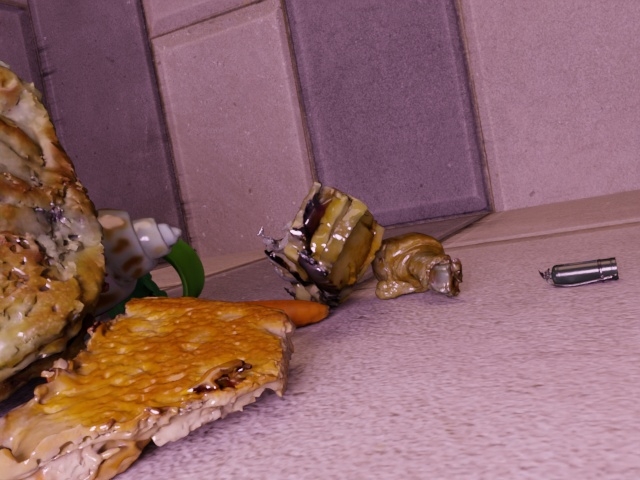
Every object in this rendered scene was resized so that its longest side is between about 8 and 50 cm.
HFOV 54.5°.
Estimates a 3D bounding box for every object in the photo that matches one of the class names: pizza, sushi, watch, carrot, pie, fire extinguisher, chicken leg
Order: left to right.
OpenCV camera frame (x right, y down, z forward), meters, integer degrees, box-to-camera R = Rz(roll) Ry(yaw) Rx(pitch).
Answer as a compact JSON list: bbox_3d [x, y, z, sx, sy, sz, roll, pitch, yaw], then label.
[{"bbox_3d":[-0.389,-0.037,0.526,0.395,0.418,0.180,-19,-20,-40],"label":"pie"},{"bbox_3d":[-0.281,0.054,1.006,0.152,0.165,0.131,-29,7,24],"label":"watch"},{"bbox_3d":[-0.117,0.104,0.453,0.189,0.071,0.297,2,8,7],"label":"pizza"},{"bbox_3d":[-0.121,0.098,0.718,0.271,0.066,0.062,-9,38,-4],"label":"carrot"},{"bbox_3d":[0.006,0.004,0.779,0.131,0.139,0.291,28,-13,10],"label":"sushi"},{"bbox_3d":[0.122,0.037,0.818,0.103,0.088,0.227,-1,9,-4],"label":"chicken leg"},{"bbox_3d":[0.286,0.038,0.693,0.083,0.025,0.038,-9,27,27],"label":"fire extinguisher"}]

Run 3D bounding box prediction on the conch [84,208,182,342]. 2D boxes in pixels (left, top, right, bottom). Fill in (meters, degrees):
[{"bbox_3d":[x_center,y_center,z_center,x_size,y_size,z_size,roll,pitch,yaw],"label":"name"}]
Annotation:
[{"bbox_3d":[-0.359,0.047,0.724,0.368,0.197,0.249,-42,-23,-14],"label":"conch"}]
